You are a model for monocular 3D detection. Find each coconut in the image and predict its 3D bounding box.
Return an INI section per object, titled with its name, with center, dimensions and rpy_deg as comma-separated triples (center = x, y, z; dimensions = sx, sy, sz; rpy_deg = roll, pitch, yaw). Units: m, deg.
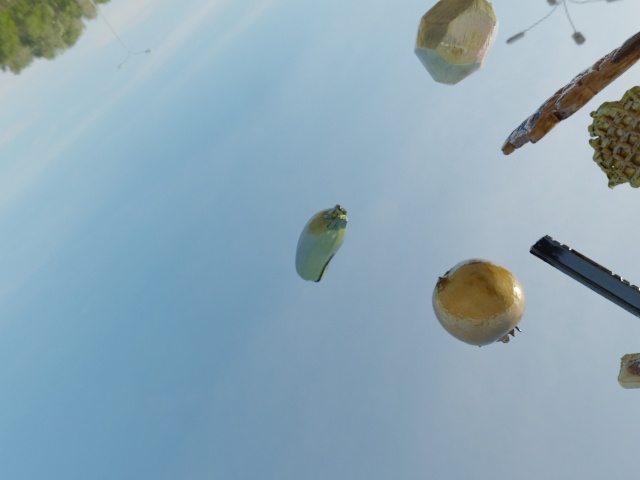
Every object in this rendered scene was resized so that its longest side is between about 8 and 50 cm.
[coconut]
center = 0.374, -0.557, 1.164
dimensions = 0.237, 0.237, 0.197
rpy_deg = -33, -160, 1

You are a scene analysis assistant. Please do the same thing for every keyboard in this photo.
[keyboard]
center = 0.356, 0.054, 0.505
dimensions = 0.195, 0.060, 0.018
rpy_deg = 35, -98, 17

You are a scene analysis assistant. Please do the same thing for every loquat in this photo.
[loquat]
center = 0.268, 0.104, 0.701
dimensions = 0.163, 0.163, 0.137
rpy_deg = -16, -168, 18

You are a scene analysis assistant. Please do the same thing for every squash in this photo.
[squash]
center = 0.000, 0.000, 0.879
dimensions = 0.095, 0.341, 0.094
rpy_deg = 5, -117, -10

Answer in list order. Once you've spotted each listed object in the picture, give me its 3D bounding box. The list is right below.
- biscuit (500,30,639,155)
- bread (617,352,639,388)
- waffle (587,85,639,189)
[biscuit]
center = 0.395, -0.227, 0.647
dimensions = 0.183, 0.043, 0.280
rpy_deg = -46, 178, -36
[bread]
center = 0.614, 0.249, 0.793
dimensions = 0.083, 0.035, 0.070
rpy_deg = -44, -176, -33
[waffle]
center = 0.770, -0.240, 0.980
dimensions = 0.052, 0.254, 0.245
rpy_deg = -25, -176, -23
